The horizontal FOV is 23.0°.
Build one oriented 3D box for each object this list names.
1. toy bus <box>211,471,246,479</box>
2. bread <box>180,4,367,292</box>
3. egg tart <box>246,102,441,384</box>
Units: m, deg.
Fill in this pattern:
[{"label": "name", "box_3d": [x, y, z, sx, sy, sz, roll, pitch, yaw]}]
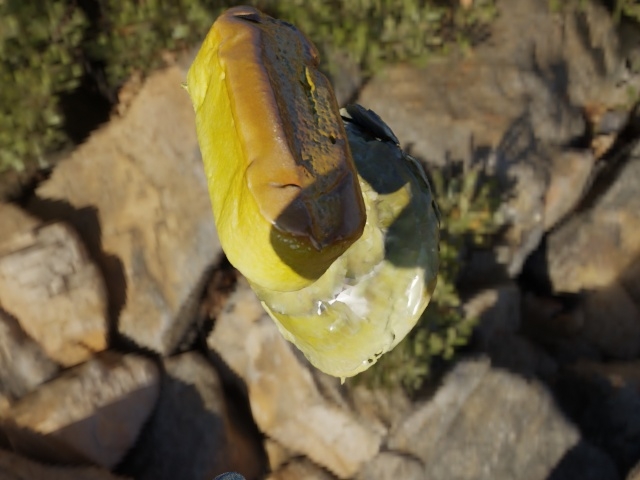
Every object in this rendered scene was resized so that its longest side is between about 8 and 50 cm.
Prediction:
[{"label": "toy bus", "box_3d": [-0.084, 0.283, 0.719, 0.190, 0.152, 0.312, -15, 94, 14]}, {"label": "bread", "box_3d": [-0.035, -0.077, 1.209, 0.102, 0.094, 0.245, 9, 47, -27]}, {"label": "egg tart", "box_3d": [0.000, 0.000, 1.404, 0.232, 0.098, 0.252, -16, 74, 41]}]
